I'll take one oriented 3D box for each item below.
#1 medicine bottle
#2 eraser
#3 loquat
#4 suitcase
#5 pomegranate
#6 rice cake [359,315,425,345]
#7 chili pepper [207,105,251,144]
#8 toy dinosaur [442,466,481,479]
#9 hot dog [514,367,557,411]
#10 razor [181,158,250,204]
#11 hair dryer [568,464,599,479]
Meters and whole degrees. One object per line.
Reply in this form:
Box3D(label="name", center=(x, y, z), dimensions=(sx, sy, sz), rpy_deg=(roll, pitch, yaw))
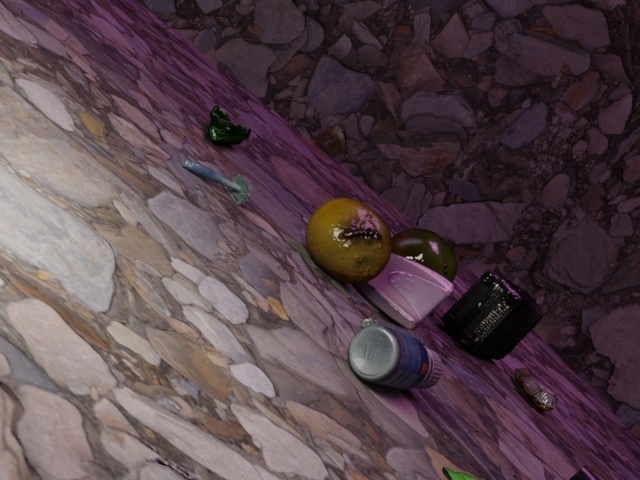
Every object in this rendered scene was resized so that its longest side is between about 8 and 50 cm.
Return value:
Box3D(label="medicine bottle", center=(0.117, 0.180, 1.303), dimensions=(0.083, 0.083, 0.203), rpy_deg=(47, 9, 29))
Box3D(label="eraser", center=(0.133, 0.084, 1.813), dimensions=(0.243, 0.059, 0.204), rpy_deg=(31, 33, 20))
Box3D(label="loquat", center=(0.053, 0.000, 1.681), dimensions=(0.172, 0.149, 0.204), rpy_deg=(39, -5, -7))
Box3D(label="suitcase", center=(0.438, 0.190, 2.221), dimensions=(0.128, 0.202, 0.312), rpy_deg=(47, 11, 29))
Box3D(label="pomegranate", center=(0.217, 0.078, 1.975), dimensions=(0.181, 0.181, 0.224), rpy_deg=(39, 29, -14))
Box3D(label="rice cake", center=(0.132, 0.168, 1.579), dimensions=(0.208, 0.033, 0.033), rpy_deg=(27, 27, -55))
Box3D(label="chili pepper", center=(-0.224, -0.255, 2.005), dimensions=(0.108, 0.062, 0.216), rpy_deg=(35, 10, -2))
Box3D(label="toy dinosaur", center=(0.307, 0.372, 1.194), dimensions=(0.375, 0.143, 0.500), rpy_deg=(30, 6, 2))
Box3D(label="hot dog", center=(0.553, 0.382, 2.258), dimensions=(0.108, 0.059, 0.191), rpy_deg=(39, 8, -3))
Box3D(label="razor", center=(-0.192, -0.114, 1.562), dimensions=(0.135, 0.040, 0.068), rpy_deg=(24, 18, -42))
Box3D(label="hair dryer", center=(0.580, 0.526, 1.749), dimensions=(0.173, 0.050, 0.195), rpy_deg=(49, 8, 23))
